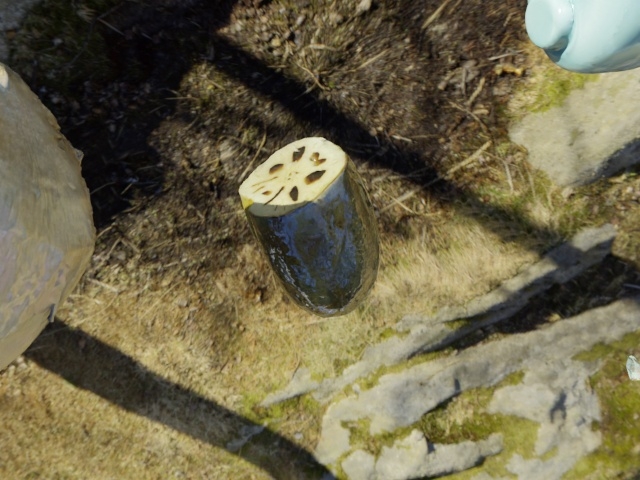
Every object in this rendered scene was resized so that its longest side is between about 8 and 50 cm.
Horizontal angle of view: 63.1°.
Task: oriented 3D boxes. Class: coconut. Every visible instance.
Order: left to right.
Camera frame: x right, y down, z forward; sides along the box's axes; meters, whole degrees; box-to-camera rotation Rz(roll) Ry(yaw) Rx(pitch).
[{"bbox_3d":[-0.457,-0.042,0.601,0.405,0.404,0.404,0,107,0],"label":"coconut"}]

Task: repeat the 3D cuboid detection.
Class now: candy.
[{"bbox_3d":[0.579,0.231,0.823,0.053,0.182,0.046,3,99,-45],"label":"candy"}]

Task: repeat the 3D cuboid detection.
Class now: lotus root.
[{"bbox_3d":[0.000,0.000,1.017,0.251,0.250,0.346,-14,130,4],"label":"lotus root"}]

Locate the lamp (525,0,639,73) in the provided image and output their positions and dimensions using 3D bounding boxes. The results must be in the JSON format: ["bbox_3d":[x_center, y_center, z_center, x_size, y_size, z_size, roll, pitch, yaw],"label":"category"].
[{"bbox_3d":[0.152,-0.235,0.276,0.147,0.209,0.284,-23,114,11],"label":"lamp"}]
